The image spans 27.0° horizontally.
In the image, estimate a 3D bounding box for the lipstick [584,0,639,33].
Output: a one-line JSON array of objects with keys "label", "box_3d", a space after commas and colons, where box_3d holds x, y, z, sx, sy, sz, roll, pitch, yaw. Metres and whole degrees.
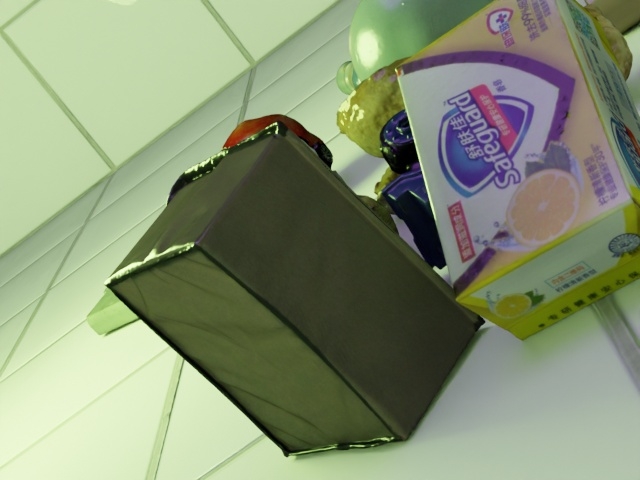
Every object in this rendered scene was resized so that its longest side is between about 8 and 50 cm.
[{"label": "lipstick", "box_3d": [0.435, -0.338, 1.573, 0.254, 0.070, 0.070, -33, 15, 20]}]

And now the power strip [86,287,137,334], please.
[{"label": "power strip", "box_3d": [-0.260, 0.071, 2.062, 0.270, 0.046, 0.118, -24, 22, 41]}]

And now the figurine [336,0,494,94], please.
[{"label": "figurine", "box_3d": [0.136, -0.240, 1.890, 0.205, 0.224, 0.382, -61, -1, -16]}]

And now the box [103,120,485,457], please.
[{"label": "box", "box_3d": [-0.026, 0.053, 1.140, 0.188, 0.252, 0.153, -22, 27, 52]}]

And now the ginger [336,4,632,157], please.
[{"label": "ginger", "box_3d": [0.172, -0.155, 1.463, 0.354, 0.126, 0.190, -7, 70, 35]}]

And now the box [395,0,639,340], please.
[{"label": "box", "box_3d": [0.174, -0.072, 1.092, 0.168, 0.097, 0.265, -30, 48, 26]}]

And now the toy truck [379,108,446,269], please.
[{"label": "toy truck", "box_3d": [0.172, -0.065, 1.263, 0.213, 0.161, 0.177, -39, 34, -5]}]

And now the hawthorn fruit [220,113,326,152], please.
[{"label": "hawthorn fruit", "box_3d": [-0.072, -0.088, 1.888, 0.169, 0.169, 0.188, -30, 20, 28]}]

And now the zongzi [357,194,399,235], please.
[{"label": "zongzi", "box_3d": [0.034, -0.019, 1.538, 0.228, 0.115, 0.256, -16, 13, 41]}]

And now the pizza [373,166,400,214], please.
[{"label": "pizza", "box_3d": [0.142, -0.102, 1.587, 0.182, 0.062, 0.161, -44, 21, -28]}]

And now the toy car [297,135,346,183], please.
[{"label": "toy car", "box_3d": [0.000, 0.000, 1.308, 0.089, 0.210, 0.108, -30, 11, 24]}]
